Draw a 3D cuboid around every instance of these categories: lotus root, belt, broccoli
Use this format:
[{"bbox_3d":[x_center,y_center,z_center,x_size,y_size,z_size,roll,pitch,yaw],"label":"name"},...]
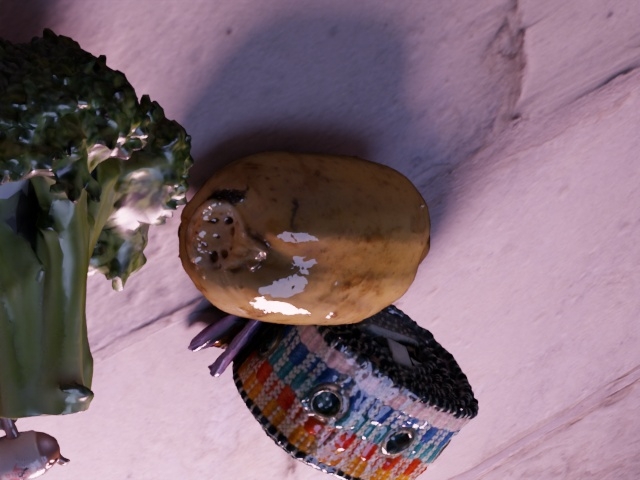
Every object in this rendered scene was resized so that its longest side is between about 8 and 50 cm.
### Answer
[{"bbox_3d":[0.000,0.000,1.308,0.284,0.146,0.160,2,135,-48],"label":"lotus root"},{"bbox_3d":[0.023,0.155,1.490,0.160,0.207,0.295,-48,146,15],"label":"belt"},{"bbox_3d":[-0.224,-0.022,0.982,0.288,0.235,0.259,-5,113,-36],"label":"broccoli"}]

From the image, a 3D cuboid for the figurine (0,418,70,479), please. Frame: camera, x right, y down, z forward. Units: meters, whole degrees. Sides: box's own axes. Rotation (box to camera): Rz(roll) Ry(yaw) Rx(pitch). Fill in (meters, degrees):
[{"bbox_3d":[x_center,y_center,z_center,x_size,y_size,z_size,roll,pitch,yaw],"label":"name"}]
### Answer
[{"bbox_3d":[-0.310,0.141,1.212,0.205,0.103,0.260,27,110,-30],"label":"figurine"}]
